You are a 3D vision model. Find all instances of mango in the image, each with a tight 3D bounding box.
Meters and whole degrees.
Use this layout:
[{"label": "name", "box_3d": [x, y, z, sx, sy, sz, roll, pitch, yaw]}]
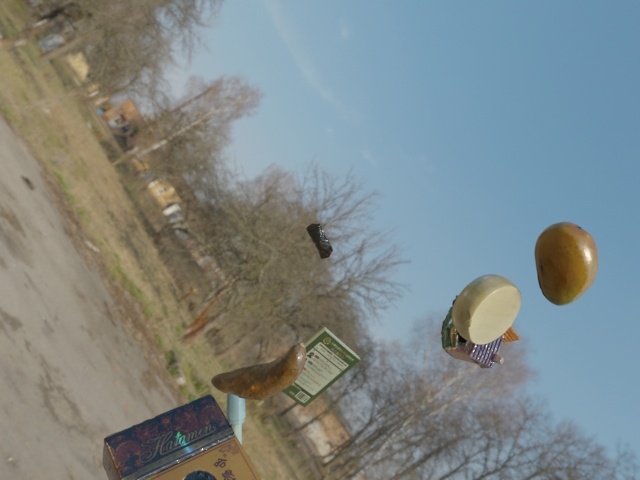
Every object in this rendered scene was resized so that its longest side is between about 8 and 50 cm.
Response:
[{"label": "mango", "box_3d": [0.634, 0.061, 1.426, 0.151, 0.120, 0.221, -4, -80, 40]}]

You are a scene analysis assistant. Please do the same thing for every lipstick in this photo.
[{"label": "lipstick", "box_3d": [-0.300, 0.637, 1.957, 0.068, 0.061, 0.274, 7, -79, 31]}]

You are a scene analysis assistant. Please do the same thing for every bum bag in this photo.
[{"label": "bum bag", "box_3d": [-0.001, 0.000, 1.813, 0.124, 0.057, 0.034, 60, 25, 3]}]

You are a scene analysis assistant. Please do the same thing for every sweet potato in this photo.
[{"label": "sweet potato", "box_3d": [-0.158, 0.376, 1.509, 0.114, 0.341, 0.092, 61, 31, -7]}]

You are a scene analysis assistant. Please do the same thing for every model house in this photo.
[{"label": "model house", "box_3d": [0.639, 0.368, 2.204, 0.237, 0.237, 0.202, 10, -30, 43]}]

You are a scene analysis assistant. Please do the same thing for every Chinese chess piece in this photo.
[{"label": "Chinese chess piece", "box_3d": [0.559, 0.231, 1.870, 0.097, 0.250, 0.251, 43, -18, 48]}]

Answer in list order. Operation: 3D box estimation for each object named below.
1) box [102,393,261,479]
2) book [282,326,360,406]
[{"label": "box", "box_3d": [-0.259, 0.554, 1.159, 0.415, 0.264, 0.116, 52, -42, 30]}, {"label": "book", "box_3d": [-0.021, 0.435, 1.877, 0.202, 0.264, 0.027, 44, 8, -29]}]
